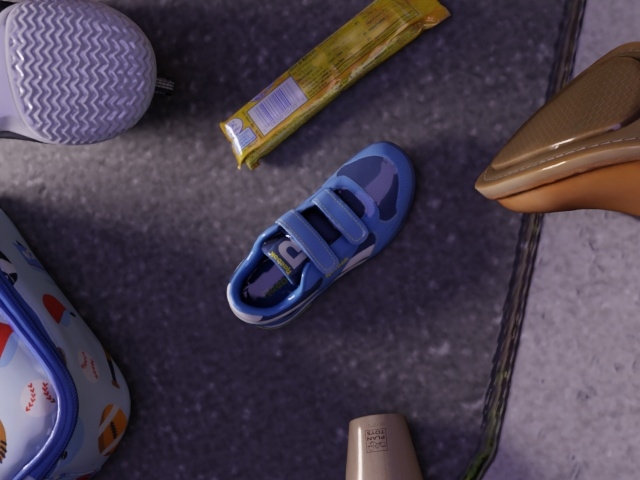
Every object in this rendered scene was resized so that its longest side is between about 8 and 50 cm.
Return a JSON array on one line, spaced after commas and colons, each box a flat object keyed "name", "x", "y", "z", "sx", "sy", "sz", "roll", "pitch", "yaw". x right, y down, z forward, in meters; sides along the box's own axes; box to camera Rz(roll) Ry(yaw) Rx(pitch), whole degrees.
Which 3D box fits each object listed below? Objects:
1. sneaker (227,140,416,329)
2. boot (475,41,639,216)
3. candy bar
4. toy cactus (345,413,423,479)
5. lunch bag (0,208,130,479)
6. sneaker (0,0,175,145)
[{"name": "sneaker", "x": 0.000, "y": 0.000, "z": 0.935, "sx": 0.053, "sy": 0.059, "sz": 0.144, "roll": 46, "pitch": 102, "yaw": 14}, {"name": "boot", "x": 0.238, "y": -0.010, "z": 0.843, "sx": 0.283, "sy": 0.109, "sz": 0.220, "roll": -22, "pitch": 117, "yaw": 43}, {"name": "candy bar", "x": 0.004, "y": -0.102, "z": 0.955, "sx": 0.161, "sy": 0.018, "sz": 0.040, "roll": -38, "pitch": 76, "yaw": 15}, {"name": "toy cactus", "x": 0.037, "y": 0.191, "z": 0.908, "sx": 0.219, "sy": 0.112, "sz": 0.181, "roll": -13, "pitch": 74, "yaw": 20}, {"name": "lunch bag", "x": -0.288, "y": 0.118, "z": 1.001, "sx": 0.303, "sy": 0.115, "sz": 0.243, "roll": -43, "pitch": 76, "yaw": 12}, {"name": "sneaker", "x": -0.220, "y": -0.107, "z": 0.950, "sx": 0.268, "sy": 0.153, "sz": 0.101, "roll": 9, "pitch": 94, "yaw": 5}]
